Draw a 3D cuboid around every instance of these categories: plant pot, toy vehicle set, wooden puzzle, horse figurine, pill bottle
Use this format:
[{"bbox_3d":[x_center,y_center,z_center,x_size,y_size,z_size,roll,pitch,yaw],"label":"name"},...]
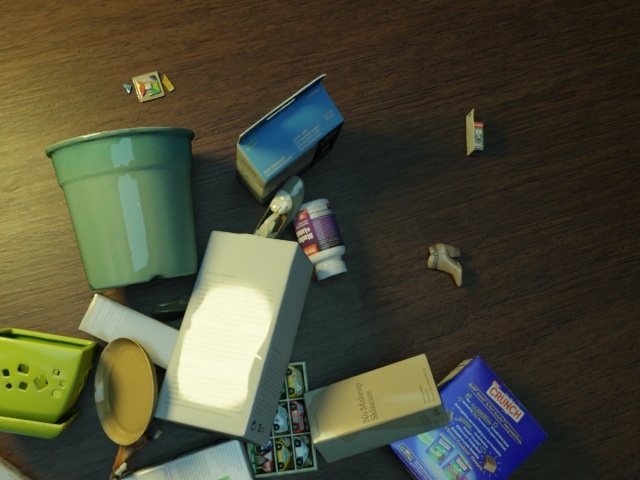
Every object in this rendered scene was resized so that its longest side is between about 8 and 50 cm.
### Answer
[{"bbox_3d":[-0.436,-0.066,1.691,0.342,0.341,0.333,-10,89,-10],"label":"plant pot"},{"bbox_3d":[-0.646,0.321,1.637,0.227,0.228,0.207,10,87,-7],"label":"plant pot"},{"bbox_3d":[-0.106,0.439,1.786,0.166,0.035,0.266,-6,81,-9],"label":"toy vehicle set"},{"bbox_3d":[-0.448,-0.403,1.891,0.116,0.014,0.078,-26,85,-11],"label":"wooden puzzle"},{"bbox_3d":[-0.435,0.402,1.687,0.066,0.174,0.263,17,39,-37],"label":"horse figurine"},{"bbox_3d":[-0.428,0.332,1.611,0.032,0.236,0.236,5,77,-47],"label":"plant pot"},{"bbox_3d":[0.000,0.000,1.840,0.108,0.108,0.193,-18,83,-11],"label":"pill bottle"}]

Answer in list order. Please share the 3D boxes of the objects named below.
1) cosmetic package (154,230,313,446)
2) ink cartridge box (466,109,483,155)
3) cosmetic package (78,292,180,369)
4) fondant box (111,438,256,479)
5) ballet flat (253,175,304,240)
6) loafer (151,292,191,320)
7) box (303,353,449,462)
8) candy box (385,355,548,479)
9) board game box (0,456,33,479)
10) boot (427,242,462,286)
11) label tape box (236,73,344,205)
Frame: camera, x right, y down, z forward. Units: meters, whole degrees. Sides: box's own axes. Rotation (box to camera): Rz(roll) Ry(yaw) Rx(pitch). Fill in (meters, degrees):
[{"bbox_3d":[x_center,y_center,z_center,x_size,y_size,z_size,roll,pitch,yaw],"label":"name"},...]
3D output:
[{"bbox_3d":[-0.190,0.221,1.678,0.230,0.161,0.452,8,69,19],"label":"cosmetic package"},{"bbox_3d":[0.421,-0.294,1.975,0.029,0.063,0.115,2,80,-7],"label":"ink cartridge box"},{"bbox_3d":[-0.440,0.220,1.729,0.238,0.127,0.107,23,79,-6],"label":"cosmetic package"},{"bbox_3d":[-0.305,0.620,1.679,0.331,0.096,0.238,-19,84,-3],"label":"fondant box"},{"bbox_3d":[-0.105,-0.065,1.799,0.072,0.068,0.213,40,121,17],"label":"ballet flat"},{"bbox_3d":[-0.346,0.162,1.790,0.148,0.056,0.050,-5,60,-24],"label":"loafer"},{"bbox_3d":[0.131,0.400,1.718,0.311,0.121,0.147,-20,48,5],"label":"box"},{"bbox_3d":[0.355,0.490,1.803,0.317,0.122,0.268,-40,86,-11],"label":"candy box"},{"bbox_3d":[-0.849,0.581,1.581,0.318,0.066,0.318,-47,112,-13],"label":"board game box"},{"bbox_3d":[0.328,0.066,1.916,0.087,0.042,0.118,-2,80,-2],"label":"boot"},{"bbox_3d":[-0.074,-0.233,1.746,0.249,0.347,0.115,-40,88,-12],"label":"label tape box"}]
